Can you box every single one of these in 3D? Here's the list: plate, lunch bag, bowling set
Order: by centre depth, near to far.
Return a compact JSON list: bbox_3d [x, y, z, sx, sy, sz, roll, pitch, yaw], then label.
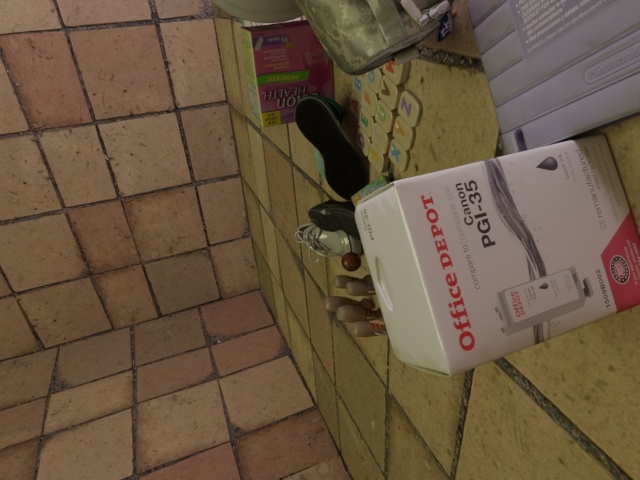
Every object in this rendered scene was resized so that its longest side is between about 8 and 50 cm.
[{"bbox_3d":[0.044,-0.385,0.591,0.305,0.213,0.256,55,-158,-16],"label":"lunch bag"},{"bbox_3d":[0.128,0.138,1.189,0.287,0.154,0.199,-148,64,-68],"label":"bowling set"},{"bbox_3d":[0.018,-0.271,1.334,0.188,0.024,0.187,164,90,-73],"label":"plate"}]

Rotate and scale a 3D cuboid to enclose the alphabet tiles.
[{"bbox_3d":[0.129,-0.294,0.965,0.284,0.021,0.277,94,155,-49],"label":"alphabet tiles"}]

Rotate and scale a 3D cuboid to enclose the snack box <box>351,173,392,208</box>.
[{"bbox_3d":[0.140,-0.066,1.006,0.100,0.037,0.141,-34,64,30],"label":"snack box"}]

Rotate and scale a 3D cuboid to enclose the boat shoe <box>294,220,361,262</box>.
[{"bbox_3d":[-0.002,-0.009,1.390,0.367,0.157,0.135,-151,48,-68],"label":"boat shoe"}]

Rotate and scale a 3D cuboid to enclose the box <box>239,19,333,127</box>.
[{"bbox_3d":[-0.086,-0.454,1.182,0.117,0.214,0.242,-127,28,-52],"label":"box"}]

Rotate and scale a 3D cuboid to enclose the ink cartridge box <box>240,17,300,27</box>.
[{"bbox_3d":[-0.169,-0.717,1.396,0.278,0.117,0.201,-179,75,-72],"label":"ink cartridge box"}]

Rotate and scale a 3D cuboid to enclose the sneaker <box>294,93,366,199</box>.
[{"bbox_3d":[0.028,-0.259,1.153,0.295,0.124,0.178,59,-162,-28],"label":"sneaker"}]

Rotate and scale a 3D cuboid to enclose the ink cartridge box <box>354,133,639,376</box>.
[{"bbox_3d":[0.210,0.012,0.509,0.117,0.283,0.207,154,100,-73],"label":"ink cartridge box"}]

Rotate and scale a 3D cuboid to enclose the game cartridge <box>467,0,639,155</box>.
[{"bbox_3d":[0.294,-0.236,0.426,0.355,0.068,0.229,167,93,-73],"label":"game cartridge"}]

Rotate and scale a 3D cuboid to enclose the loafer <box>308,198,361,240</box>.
[{"bbox_3d":[0.081,-0.072,1.180,0.303,0.095,0.109,14,144,54],"label":"loafer"}]

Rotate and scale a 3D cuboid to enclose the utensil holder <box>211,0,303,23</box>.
[{"bbox_3d":[-0.114,-0.657,0.791,0.385,0.328,0.327,115,139,-82],"label":"utensil holder"}]
